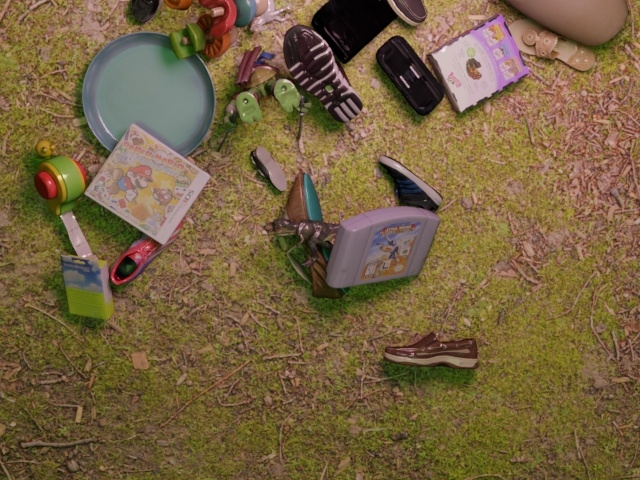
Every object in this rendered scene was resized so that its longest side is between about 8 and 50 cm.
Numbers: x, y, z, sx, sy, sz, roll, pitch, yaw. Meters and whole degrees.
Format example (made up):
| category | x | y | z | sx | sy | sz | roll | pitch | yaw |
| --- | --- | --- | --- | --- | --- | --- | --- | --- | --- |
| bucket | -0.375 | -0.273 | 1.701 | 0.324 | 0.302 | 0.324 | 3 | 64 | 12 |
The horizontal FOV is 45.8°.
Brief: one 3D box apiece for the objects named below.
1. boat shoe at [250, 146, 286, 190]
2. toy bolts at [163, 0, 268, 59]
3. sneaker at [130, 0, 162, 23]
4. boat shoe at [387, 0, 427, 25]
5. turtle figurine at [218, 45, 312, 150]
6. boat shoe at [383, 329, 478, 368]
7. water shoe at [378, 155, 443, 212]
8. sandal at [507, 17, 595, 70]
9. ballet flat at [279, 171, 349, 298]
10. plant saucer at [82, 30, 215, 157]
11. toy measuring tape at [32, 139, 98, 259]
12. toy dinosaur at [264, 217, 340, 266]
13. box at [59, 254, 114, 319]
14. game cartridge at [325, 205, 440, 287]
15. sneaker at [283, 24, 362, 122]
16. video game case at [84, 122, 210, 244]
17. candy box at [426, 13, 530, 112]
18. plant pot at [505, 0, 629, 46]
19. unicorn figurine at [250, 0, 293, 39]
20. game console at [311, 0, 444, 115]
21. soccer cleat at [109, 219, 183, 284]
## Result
| category | x | y | z | sx | sy | sz | roll | pitch | yaw |
| --- | --- | --- | --- | --- | --- | --- | --- | --- | --- |
| boat shoe | -0.131 | -0.176 | 1.901 | 0.125 | 0.038 | 0.046 | 53 | 52 | -18 |
| toy bolts | -0.233 | -0.535 | 1.719 | 0.158 | 0.228 | 0.218 | -28 | 107 | -40 |
| sneaker | -0.394 | -0.597 | 1.767 | 0.072 | 0.077 | 0.178 | 25 | 99 | -9 |
| boat shoe | 0.189 | -0.615 | 1.786 | 0.080 | 0.073 | 0.224 | -34 | 95 | -32 |
| turtle figurine | -0.119 | -0.298 | 1.762 | 0.197 | 0.266 | 0.275 | 14 | 104 | -10 |
| boat shoe | 0.294 | 0.285 | 2.018 | 0.257 | 0.095 | 0.095 | 5 | 88 | -12 |
| water shoe | 0.217 | -0.134 | 1.921 | 0.203 | 0.073 | 0.080 | 36 | 100 | -10 |
| sandal | 0.578 | -0.485 | 1.868 | 0.239 | 0.079 | 0.088 | 21 | 100 | -9 |
| ballet flat | -0.035 | 0.000 | 1.925 | 0.124 | 0.116 | 0.343 | -15 | 108 | 19 |
| plant saucer | -0.413 | -0.342 | 1.840 | 0.317 | 0.044 | 0.318 | -1 | 102 | -4 |
| toy measuring tape | -0.603 | -0.089 | 1.839 | 0.121 | 0.121 | 0.330 | -20 | 103 | 0 |
| toy dinosaur | 0.000 | 0.000 | 1.833 | 0.268 | 0.064 | 0.118 | -2 | 96 | -19 |
| box | -0.580 | 0.109 | 1.886 | 0.108 | 0.042 | 0.178 | 8 | 122 | 11 |
| game cartridge | 0.160 | 0.012 | 1.867 | 0.297 | 0.062 | 0.198 | -8 | 132 | -34 |
| sneaker | -0.010 | -0.413 | 1.787 | 0.106 | 0.163 | 0.281 | -29 | 131 | 11 |
| video game case | -0.416 | -0.135 | 1.835 | 0.227 | 0.026 | 0.206 | 34 | 89 | -10 |
| candy box | 0.387 | -0.435 | 1.869 | 0.196 | 0.070 | 0.165 | -29 | 103 | 2 |
| plant pot | 0.594 | -0.592 | 1.781 | 0.274 | 0.256 | 0.256 | 34 | 98 | -27 |
| unicorn figurine | -0.121 | -0.558 | 1.814 | 0.111 | 0.060 | 0.162 | -10 | 87 | -2 |
| game console | 0.158 | -0.451 | 1.822 | 0.213 | 0.044 | 0.361 | -45 | 102 | -19 |
| soccer cleat | -0.431 | 0.015 | 1.889 | 0.083 | 0.095 | 0.248 | 43 | 96 | -12 |
